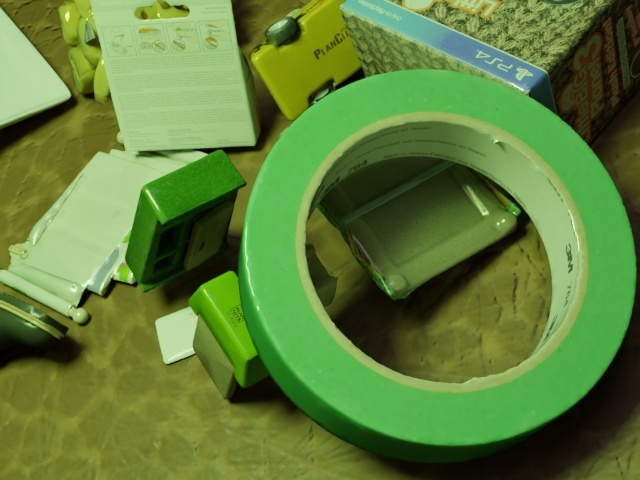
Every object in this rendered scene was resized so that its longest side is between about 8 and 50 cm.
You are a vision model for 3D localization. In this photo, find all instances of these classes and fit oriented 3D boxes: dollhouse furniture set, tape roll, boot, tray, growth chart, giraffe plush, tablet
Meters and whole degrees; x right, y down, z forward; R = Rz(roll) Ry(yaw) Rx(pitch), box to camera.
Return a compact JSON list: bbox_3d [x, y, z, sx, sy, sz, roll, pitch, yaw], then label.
[{"bbox_3d":[0.000,0.000,1.155,0.301,0.151,0.197,-27,72,-23],"label":"dollhouse furniture set"},{"bbox_3d":[0.094,0.018,1.017,0.321,0.077,0.321,3,69,-6],"label":"tape roll"},{"bbox_3d":[-0.345,0.120,1.204,0.198,0.077,0.137,4,61,38],"label":"boot"},{"bbox_3d":[-0.411,-0.203,1.462,0.145,0.030,0.270,-25,49,-22],"label":"tray"},{"bbox_3d":[-0.219,-0.020,1.282,0.172,0.021,0.237,28,69,33],"label":"growth chart"},{"bbox_3d":[-0.188,-0.251,1.359,0.170,0.181,0.210,-13,25,-18],"label":"giraffe plush"},{"bbox_3d":[-0.115,0.082,1.180,0.083,0.006,0.054,-22,52,4],"label":"tablet"}]

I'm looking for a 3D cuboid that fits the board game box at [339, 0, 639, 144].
[{"bbox_3d":[0.209,-0.236,1.202,0.232,0.141,0.291,31,70,35],"label":"board game box"}]

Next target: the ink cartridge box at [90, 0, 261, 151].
[{"bbox_3d":[-0.145,-0.177,1.256,0.145,0.179,0.045,-2,33,9],"label":"ink cartridge box"}]

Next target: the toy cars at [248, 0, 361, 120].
[{"bbox_3d":[0.026,-0.312,1.285,0.087,0.176,0.393,18,95,58],"label":"toy cars"}]
